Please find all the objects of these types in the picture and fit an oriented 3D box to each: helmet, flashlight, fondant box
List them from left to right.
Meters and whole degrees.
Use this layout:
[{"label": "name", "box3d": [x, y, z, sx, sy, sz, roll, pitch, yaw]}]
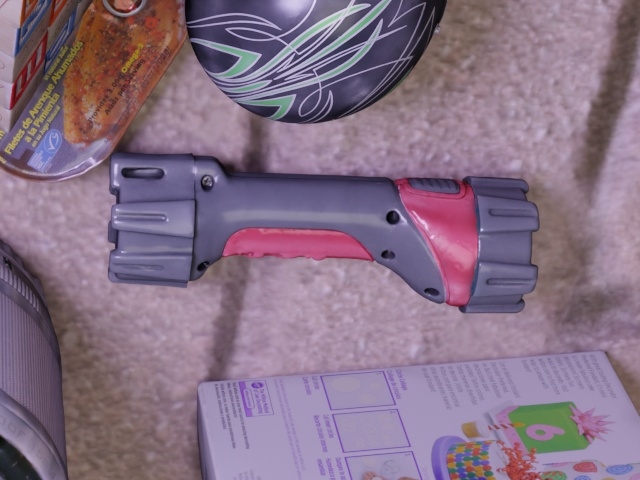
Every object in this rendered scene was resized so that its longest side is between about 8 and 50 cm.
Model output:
[{"label": "helmet", "box3d": [-0.005, -0.156, 1.166, 0.169, 0.161, 0.169, -5, 120, -8]}, {"label": "flashlight", "box3d": [0.000, 0.000, 1.295, 0.304, 0.103, 0.103, 0, 156, -8]}, {"label": "fondant box", "box3d": [0.084, 0.191, 1.333, 0.330, 0.238, 0.096, -5, 119, -8]}]

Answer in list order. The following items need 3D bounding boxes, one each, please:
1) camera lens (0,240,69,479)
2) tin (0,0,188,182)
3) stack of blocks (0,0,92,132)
[{"label": "camera lens", "box3d": [-0.282, 0.126, 1.207, 0.219, 0.274, 0.219, -5, 120, -8]}, {"label": "tin", "box3d": [-0.166, -0.126, 1.227, 0.106, 0.040, 0.189, 27, 111, -27]}, {"label": "stack of blocks", "box3d": [-0.165, -0.197, 1.011, 0.087, 0.297, 0.171, 29, 71, -2]}]
